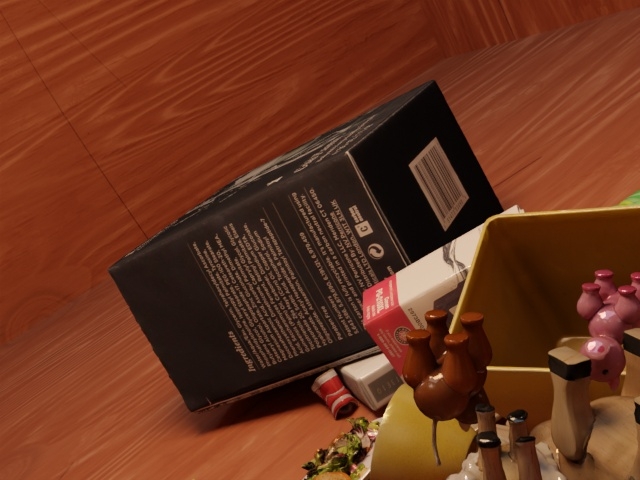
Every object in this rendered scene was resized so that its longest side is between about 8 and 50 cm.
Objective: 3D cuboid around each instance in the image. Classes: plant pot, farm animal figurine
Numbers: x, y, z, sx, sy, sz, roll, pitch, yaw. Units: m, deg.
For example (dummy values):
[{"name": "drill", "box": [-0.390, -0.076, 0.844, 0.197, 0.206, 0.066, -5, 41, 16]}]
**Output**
[{"name": "plant pot", "box": [0.125, 0.241, 1.056, 0.095, 0.134, 0.134, 14, 34, 22]}, {"name": "plant pot", "box": [0.282, 0.107, 0.992, 0.212, 0.187, 0.212, -4, 46, 35]}, {"name": "farm animal figurine", "box": [0.236, 0.149, 0.693, 0.330, 0.172, 0.327, -7, 15, -1]}]

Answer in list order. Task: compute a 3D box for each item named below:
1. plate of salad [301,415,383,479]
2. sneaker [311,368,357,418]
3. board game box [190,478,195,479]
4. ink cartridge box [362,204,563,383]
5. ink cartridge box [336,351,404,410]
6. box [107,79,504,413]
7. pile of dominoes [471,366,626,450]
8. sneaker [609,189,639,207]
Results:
[{"name": "plate of salad", "box": [0.013, 0.280, 1.139, 0.200, 0.048, 0.200, -42, 4, 3]}, {"name": "sneaker", "box": [0.021, 0.233, 1.378, 0.042, 0.067, 0.118, -32, -13, -10]}, {"name": "board game box", "box": [-0.231, 0.415, 1.203, 0.124, 0.039, 0.259, -25, 13, 9]}, {"name": "ink cartridge box", "box": [0.198, 0.094, 1.181, 0.237, 0.172, 0.100, -30, 19, 15]}, {"name": "ink cartridge box", "box": [0.149, 0.142, 1.414, 0.275, 0.060, 0.239, -30, 8, -10]}, {"name": "box", "box": [0.000, 0.000, 1.551, 0.471, 0.297, 0.480, -25, 10, 29]}, {"name": "pile of dominoes", "box": [0.263, 0.194, 1.153, 0.251, 0.040, 0.196, -36, 17, -1]}, {"name": "sneaker", "box": [0.468, -0.016, 1.369, 0.295, 0.110, 0.123, -23, -7, 17]}]
